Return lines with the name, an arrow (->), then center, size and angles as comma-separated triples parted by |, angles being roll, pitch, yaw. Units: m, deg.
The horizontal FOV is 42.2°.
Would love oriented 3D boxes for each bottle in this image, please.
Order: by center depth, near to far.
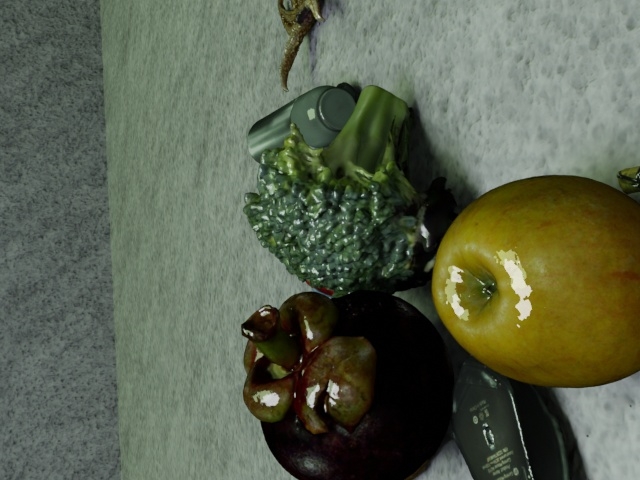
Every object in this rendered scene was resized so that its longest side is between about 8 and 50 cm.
bottle -> -0.025, -0.165, 1.184 | 0.096, 0.079, 0.254 | -55, 17, -18

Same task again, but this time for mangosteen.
mangosteen -> 0.012, 0.138, 0.829 | 0.211, 0.250, 0.211 | -32, 41, 32

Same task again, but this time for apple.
apple -> 0.178, 0.033, 0.654 | 0.182, 0.155, 0.182 | -8, 81, 64

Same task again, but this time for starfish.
starfish -> -0.032, -0.331, 1.224 | 0.213, 0.057, 0.237 | -179, 94, -72

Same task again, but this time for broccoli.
broccoli -> 0.054, -0.054, 0.929 | 0.247, 0.263, 0.243 | 1, 61, 33

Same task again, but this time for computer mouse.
computer mouse -> 0.179, 0.191, 0.757 | 0.106, 0.062, 0.192 | -49, 53, 52

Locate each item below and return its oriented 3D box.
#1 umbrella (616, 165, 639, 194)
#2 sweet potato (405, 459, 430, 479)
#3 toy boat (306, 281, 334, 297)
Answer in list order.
umbrella -> 0.275, -0.055, 0.588 | 0.144, 0.040, 0.037 | -12, 71, 60
sweet potato -> 0.077, 0.264, 0.959 | 0.226, 0.068, 0.068 | -60, 38, 35
toy boat -> 0.000, 0.000, 1.142 | 0.069, 0.059, 0.172 | -36, 64, 60
